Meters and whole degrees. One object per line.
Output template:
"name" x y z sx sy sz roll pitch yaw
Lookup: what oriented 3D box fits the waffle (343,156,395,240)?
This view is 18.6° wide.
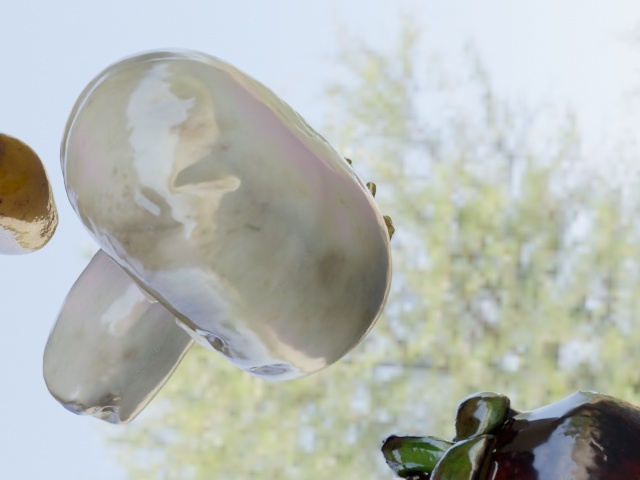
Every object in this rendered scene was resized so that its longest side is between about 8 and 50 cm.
"waffle" 0.000 0.000 2.210 0.055 0.160 0.210 -38 29 62

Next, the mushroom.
"mushroom" -0.103 -0.014 1.875 0.353 0.353 0.325 79 -161 -44

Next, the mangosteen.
"mangosteen" 0.243 0.287 2.015 0.311 0.311 0.311 3 -90 -76

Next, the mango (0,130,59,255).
"mango" -0.373 -0.047 2.241 0.219 0.145 0.112 60 -162 -55
